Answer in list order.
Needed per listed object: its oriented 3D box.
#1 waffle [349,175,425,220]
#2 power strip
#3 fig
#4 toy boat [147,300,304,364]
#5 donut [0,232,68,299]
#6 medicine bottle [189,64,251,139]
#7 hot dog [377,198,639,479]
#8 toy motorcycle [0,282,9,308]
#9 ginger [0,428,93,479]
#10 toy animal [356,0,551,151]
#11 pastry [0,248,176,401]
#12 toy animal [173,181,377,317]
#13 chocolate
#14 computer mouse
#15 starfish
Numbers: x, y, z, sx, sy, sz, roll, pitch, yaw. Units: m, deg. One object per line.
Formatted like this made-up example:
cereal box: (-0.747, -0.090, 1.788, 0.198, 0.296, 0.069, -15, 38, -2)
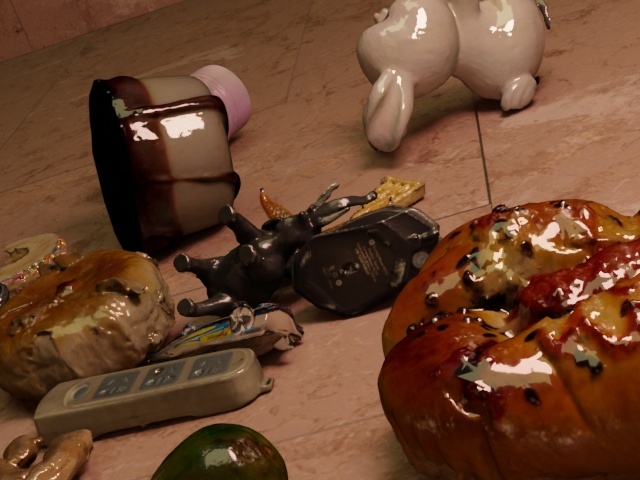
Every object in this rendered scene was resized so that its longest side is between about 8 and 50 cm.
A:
waffle: (0.064, -0.041, 1.695, 0.152, 0.023, 0.097, -33, 23, -24)
power strip: (-0.189, 0.173, 1.397, 0.286, 0.048, 0.080, -12, 25, 17)
fig: (-0.116, 0.235, 1.129, 0.177, 0.117, 0.117, -29, 21, 8)
toy boat: (-0.118, 0.116, 1.449, 0.210, 0.066, 0.084, -18, -14, 30)
donut: (-0.421, 0.041, 1.871, 0.108, 0.065, 0.166, -19, 22, 4)
medicine bottle: (-0.238, -0.189, 2.122, 0.152, 0.152, 0.254, -1, 31, 39)
hot dog: (0.226, 0.075, 1.082, 0.365, 0.196, 0.367, -17, 20, 18)
toy motorcycle: (-0.523, 0.139, 1.710, 0.225, 0.073, 0.152, -19, 41, 23)
ginger: (-0.342, 0.250, 1.340, 0.258, 0.065, 0.149, -11, 11, 37)
toy animal: (0.179, -0.273, 1.872, 0.310, 0.247, 0.183, -13, 1, -22)
pastry: (-0.307, 0.099, 1.564, 0.257, 0.121, 0.236, -15, 23, 16)
toy animal: (-0.067, 0.007, 1.498, 0.269, 0.082, 0.137, -37, -27, 19)
chocolate: (-0.218, -0.118, 1.851, 0.186, 0.283, 0.283, -11, 18, -20)
computer mouse: (0.055, 0.022, 1.452, 0.192, 0.106, 0.062, -20, 9, 18)
starfish: (0.001, 0.000, 1.598, 0.247, 0.050, 0.138, 7, 50, 29)
